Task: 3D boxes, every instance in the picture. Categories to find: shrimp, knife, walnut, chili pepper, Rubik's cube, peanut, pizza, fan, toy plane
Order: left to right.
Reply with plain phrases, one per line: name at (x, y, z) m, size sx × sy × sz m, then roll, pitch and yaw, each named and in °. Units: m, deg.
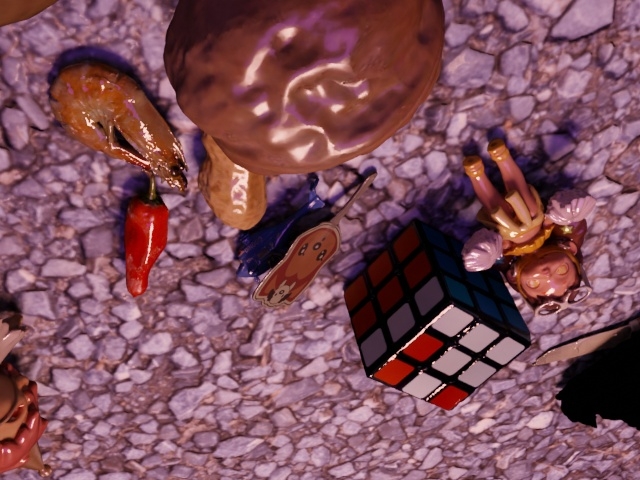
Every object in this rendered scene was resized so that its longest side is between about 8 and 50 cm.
shrimp at (-0.209, -0.118, 0.932) m, size 0.101 × 0.042 × 0.190 m, roll -29°, pitch 125°, yaw 24°
chili pepper at (-0.208, -0.002, 1.023) m, size 0.050 × 0.059 × 0.191 m, roll -2°, pitch 129°, yaw -23°
peanut at (-0.101, -0.086, 0.967) m, size 0.080 × 0.080 × 0.174 m, roll -8°, pitch 128°, yaw -7°
toy plane at (-0.053, -0.009, 1.065) m, size 0.062 × 0.054 × 0.167 m, roll 43°, pitch 113°, yaw -10°
walnut at (-0.007, -0.183, 0.803) m, size 0.273 × 0.227 × 0.273 m, roll -9°, pitch 128°, yaw -12°
fan at (0.000, 0.000, 1.070) m, size 0.220 × 0.009 × 0.132 m, roll -52°, pitch 157°, yaw 10°
Rubik's cube at (0.149, 0.098, 1.129) m, size 0.162 × 0.160 × 0.163 m, roll 29°, pitch 118°, yaw -32°
knife at (0.473, 0.144, 1.346) m, size 0.298 × 0.017 × 0.047 m, roll -21°, pitch 138°, yaw 4°
pizza at (0.575, 0.214, 1.379) m, size 0.392 × 0.080 × 0.435 m, roll -5°, pitch 134°, yaw -11°

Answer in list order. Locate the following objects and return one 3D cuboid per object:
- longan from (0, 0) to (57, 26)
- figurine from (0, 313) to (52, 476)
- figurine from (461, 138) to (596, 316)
longan at (-0.324, -0.294, 0.609) m, size 0.350 × 0.288 × 0.288 m, roll 26°, pitch 121°, yaw -18°
figurine at (-0.434, 0.206, 1.073) m, size 0.207 × 0.166 × 0.387 m, roll -32°, pitch 135°, yaw -25°
figurine at (0.259, -0.013, 1.091) m, size 0.175 × 0.116 × 0.240 m, roll -30°, pitch 125°, yaw 9°
